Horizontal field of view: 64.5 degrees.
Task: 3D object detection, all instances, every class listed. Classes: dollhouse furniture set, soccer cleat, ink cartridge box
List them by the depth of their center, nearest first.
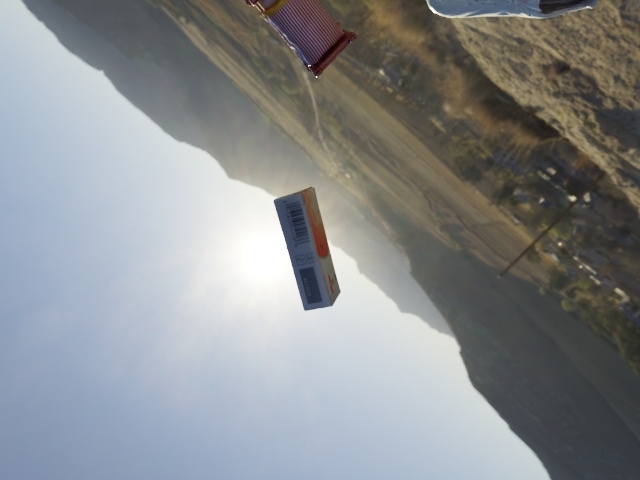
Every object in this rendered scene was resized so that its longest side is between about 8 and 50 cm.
[{"bbox_3d":[0.227,-0.297,0.601,0.068,0.196,0.076,81,-171,-48],"label":"soccer cleat"},{"bbox_3d":[0.000,0.000,0.684,0.179,0.045,0.145,-37,-67,-70],"label":"ink cartridge box"},{"bbox_3d":[0.040,-0.551,1.034,0.201,0.374,0.152,40,-170,-27],"label":"dollhouse furniture set"}]
